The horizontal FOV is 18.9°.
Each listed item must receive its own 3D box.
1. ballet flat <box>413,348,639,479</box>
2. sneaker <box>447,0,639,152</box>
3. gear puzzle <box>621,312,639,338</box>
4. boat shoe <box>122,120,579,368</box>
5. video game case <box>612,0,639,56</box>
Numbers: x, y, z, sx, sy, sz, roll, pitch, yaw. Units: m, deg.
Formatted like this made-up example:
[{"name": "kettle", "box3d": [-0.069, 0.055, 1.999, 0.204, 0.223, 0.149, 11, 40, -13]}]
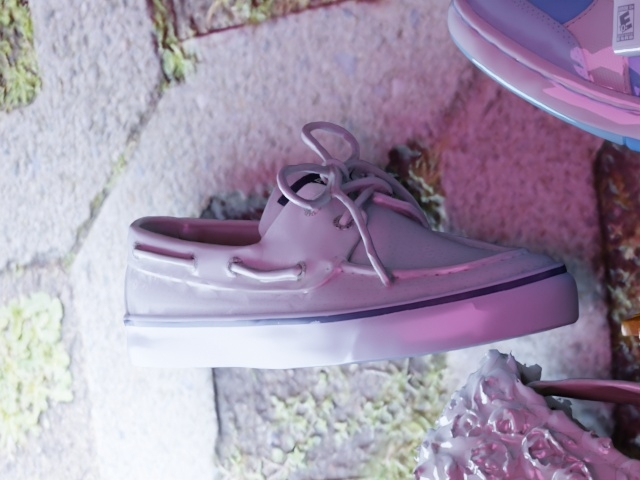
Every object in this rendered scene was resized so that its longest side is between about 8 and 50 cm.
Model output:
[{"name": "ballet flat", "box3d": [0.239, 0.164, 1.142, 0.409, 0.147, 0.147, 20, 110, 29]}, {"name": "sneaker", "box3d": [0.235, -0.145, 1.084, 0.319, 0.127, 0.208, 26, 111, 22]}, {"name": "gear puzzle", "box3d": [0.321, 0.025, 1.023, 0.339, 0.175, 0.044, -6, 93, 36]}, {"name": "boat shoe", "box3d": [0.005, -0.001, 1.274, 0.367, 0.136, 0.156, -4, 94, 45]}, {"name": "video game case", "box3d": [0.211, -0.173, 0.989, 0.157, 0.019, 0.143, -2, 85, 56]}]
